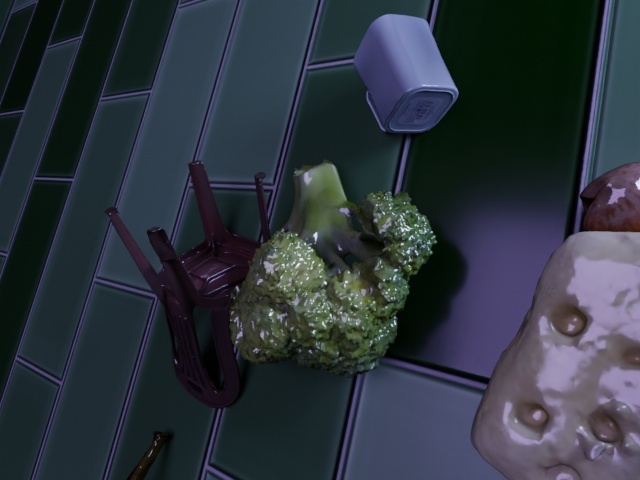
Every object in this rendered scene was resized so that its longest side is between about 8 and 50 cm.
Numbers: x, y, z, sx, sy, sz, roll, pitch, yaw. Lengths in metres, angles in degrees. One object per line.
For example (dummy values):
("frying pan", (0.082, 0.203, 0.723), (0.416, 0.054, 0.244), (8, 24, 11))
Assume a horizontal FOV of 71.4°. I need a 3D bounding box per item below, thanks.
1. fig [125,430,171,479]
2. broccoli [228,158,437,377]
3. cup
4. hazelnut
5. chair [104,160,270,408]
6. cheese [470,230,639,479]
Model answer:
("fig", (-0.330, 0.441, 0.658), (0.190, 0.190, 0.291), (-21, 48, 27))
("broccoli", (0.003, 0.014, 0.546), (0.254, 0.186, 0.303), (3, 83, 43))
("cup", (0.105, -0.214, 0.608), (0.128, 0.095, 0.130), (126, 133, -54))
("hazelnut", (0.296, -0.035, 0.437), (0.086, 0.086, 0.087), (-11, 70, 30))
("chair", (-0.166, 0.070, 0.685), (0.175, 0.183, 0.327), (17, 130, 35))
("cheese", (0.251, 0.117, 0.399), (0.159, 0.093, 0.263), (27, 98, 32))
